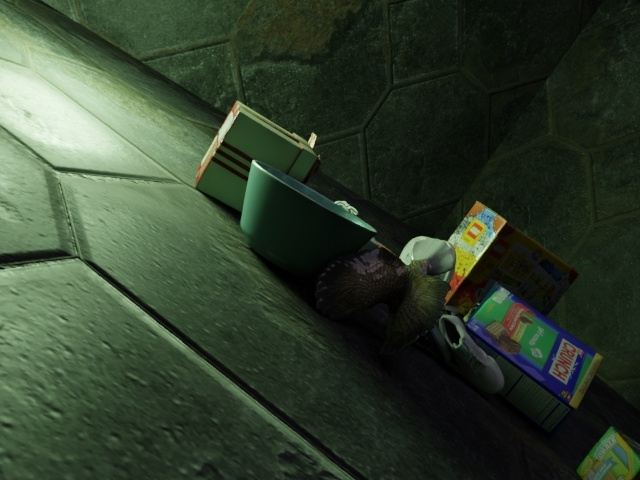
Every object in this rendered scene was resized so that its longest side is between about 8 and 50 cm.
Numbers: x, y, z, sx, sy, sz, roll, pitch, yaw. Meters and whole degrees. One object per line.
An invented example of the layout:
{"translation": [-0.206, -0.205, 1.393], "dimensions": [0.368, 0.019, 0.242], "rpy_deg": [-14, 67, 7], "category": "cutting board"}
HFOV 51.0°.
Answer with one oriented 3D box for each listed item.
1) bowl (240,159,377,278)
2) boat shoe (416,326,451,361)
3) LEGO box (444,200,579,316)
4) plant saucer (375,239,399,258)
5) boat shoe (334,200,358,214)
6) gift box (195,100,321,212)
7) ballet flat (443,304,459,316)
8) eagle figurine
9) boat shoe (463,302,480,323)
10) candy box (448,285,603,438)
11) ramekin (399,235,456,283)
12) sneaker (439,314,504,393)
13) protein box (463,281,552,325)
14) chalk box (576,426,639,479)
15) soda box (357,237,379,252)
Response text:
{"translation": [-0.050, -0.029, 1.457], "dimensions": [0.311, 0.163, 0.311], "rpy_deg": [31, 6, -4], "category": "bowl"}
{"translation": [0.234, 0.220, 1.567], "dimensions": [0.183, 0.083, 0.065], "rpy_deg": [60, 3, -17], "category": "boat shoe"}
{"translation": [0.679, 0.137, 2.536], "dimensions": [0.500, 0.373, 0.193], "rpy_deg": [27, 12, -34], "category": "LEGO box"}
{"translation": [0.205, 0.039, 2.414], "dimensions": [0.200, 0.037, 0.200], "rpy_deg": [34, 11, -7], "category": "plant saucer"}
{"translation": [0.069, -0.085, 2.349], "dimensions": [0.113, 0.105, 0.306], "rpy_deg": [37, 10, 15], "category": "boat shoe"}
{"translation": [-0.152, -0.203, 1.738], "dimensions": [0.258, 0.255, 0.276], "rpy_deg": [30, 17, -15], "category": "gift box"}
{"translation": [0.380, 0.227, 2.083], "dimensions": [0.168, 0.057, 0.052], "rpy_deg": [21, 44, -41], "category": "ballet flat"}
{"translation": [0.159, 0.116, 1.385], "dimensions": [0.298, 0.226, 0.225], "rpy_deg": [7, 65, -62], "category": "eagle figurine"}
{"translation": [0.551, 0.272, 2.283], "dimensions": [0.104, 0.089, 0.285], "rpy_deg": [36, 9, 8], "category": "boat shoe"}
{"translation": [0.515, 0.293, 1.687], "dimensions": [0.317, 0.122, 0.268], "rpy_deg": [38, 36, 17], "category": "candy box"}
{"translation": [0.327, 0.085, 2.132], "dimensions": [0.109, 0.207, 0.207], "rpy_deg": [20, 14, -18], "category": "ramekin"}
{"translation": [0.338, 0.262, 1.546], "dimensions": [0.212, 0.080, 0.094], "rpy_deg": [53, 8, 23], "category": "sneaker"}
{"translation": [0.536, 0.265, 1.934], "dimensions": [0.201, 0.200, 0.136], "rpy_deg": [36, 10, 7], "category": "protein box"}
{"translation": [0.634, 0.490, 1.387], "dimensions": [0.132, 0.132, 0.213], "rpy_deg": [33, 9, -4], "category": "chalk box"}
{"translation": [0.030, -0.032, 1.983], "dimensions": [0.286, 0.098, 0.091], "rpy_deg": [33, 10, -13], "category": "soda box"}
